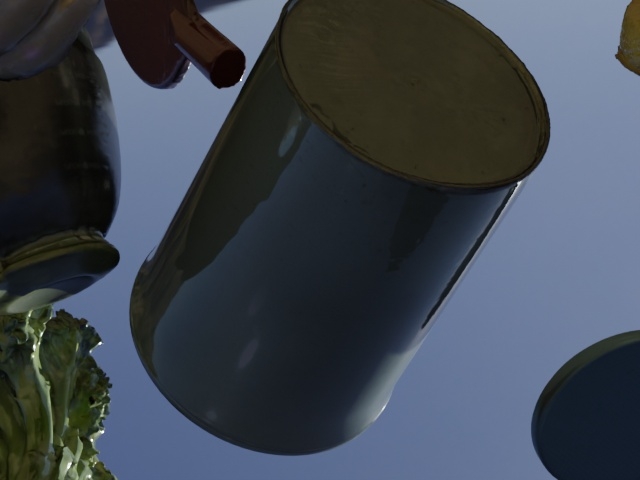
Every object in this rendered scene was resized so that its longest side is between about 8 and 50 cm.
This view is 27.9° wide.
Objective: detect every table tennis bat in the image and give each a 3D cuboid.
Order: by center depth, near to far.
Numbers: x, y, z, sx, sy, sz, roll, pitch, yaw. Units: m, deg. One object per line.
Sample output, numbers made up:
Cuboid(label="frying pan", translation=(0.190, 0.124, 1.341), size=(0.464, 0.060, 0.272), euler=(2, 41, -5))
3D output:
Cuboid(label="table tennis bat", translation=(-0.159, -0.235, 1.276), size=(0.038, 0.200, 0.310), euler=(-14, -141, -27))
Cuboid(label="table tennis bat", translation=(0.390, 0.205, 1.505), size=(0.329, 0.215, 0.044), euler=(9, -157, -25))

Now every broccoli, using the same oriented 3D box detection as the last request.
Cuboid(label="broccoli", translation=(-0.333, 0.290, 1.488), size=(0.274, 0.397, 0.353), euler=(-27, 150, 6))

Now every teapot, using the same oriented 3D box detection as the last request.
Cuboid(label="teapot", translation=(-0.288, -0.059, 1.103), size=(0.239, 0.239, 0.321), euler=(-25, 169, 7))

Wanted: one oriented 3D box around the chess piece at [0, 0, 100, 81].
Cuboid(label="chess piece", translation=(-0.289, -0.206, 0.765), size=(0.307, 0.124, 0.139), euler=(25, -168, -42))

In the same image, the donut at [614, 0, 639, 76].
Cuboid(label="donut", translation=(0.396, -0.234, 1.359), size=(0.162, 0.065, 0.178), euler=(3, -140, 26))

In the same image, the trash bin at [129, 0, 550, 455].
Cuboid(label="trash bin", translation=(0.000, 0.000, 1.182), size=(0.280, 0.280, 0.432), euler=(-26, 157, -40))
